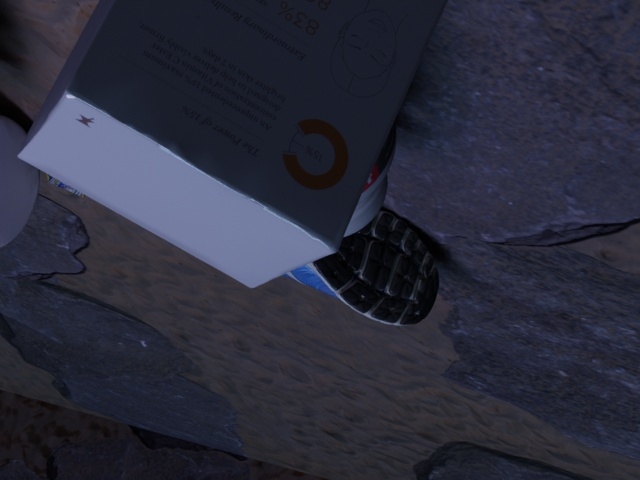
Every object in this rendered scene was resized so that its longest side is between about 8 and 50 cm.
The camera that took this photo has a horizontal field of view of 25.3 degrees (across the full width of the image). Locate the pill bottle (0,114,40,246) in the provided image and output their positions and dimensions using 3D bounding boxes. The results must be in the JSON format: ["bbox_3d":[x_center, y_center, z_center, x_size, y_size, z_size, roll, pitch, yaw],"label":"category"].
[{"bbox_3d":[-0.600,-0.103,2.017,0.392,0.224,0.224,10,155,34],"label":"pill bottle"}]

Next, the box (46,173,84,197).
[{"bbox_3d":[-0.336,-0.120,1.930,0.059,0.054,0.169,23,159,1],"label":"box"}]

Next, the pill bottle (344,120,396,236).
[{"bbox_3d":[-0.021,-0.128,1.397,0.176,0.176,0.318,16,158,20],"label":"pill bottle"}]

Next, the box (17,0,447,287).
[{"bbox_3d":[-0.042,-0.172,1.072,0.215,0.345,0.168,30,158,-15],"label":"box"}]

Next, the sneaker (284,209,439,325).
[{"bbox_3d":[0.000,0.000,1.802,0.330,0.130,0.147,30,173,-7],"label":"sneaker"}]
